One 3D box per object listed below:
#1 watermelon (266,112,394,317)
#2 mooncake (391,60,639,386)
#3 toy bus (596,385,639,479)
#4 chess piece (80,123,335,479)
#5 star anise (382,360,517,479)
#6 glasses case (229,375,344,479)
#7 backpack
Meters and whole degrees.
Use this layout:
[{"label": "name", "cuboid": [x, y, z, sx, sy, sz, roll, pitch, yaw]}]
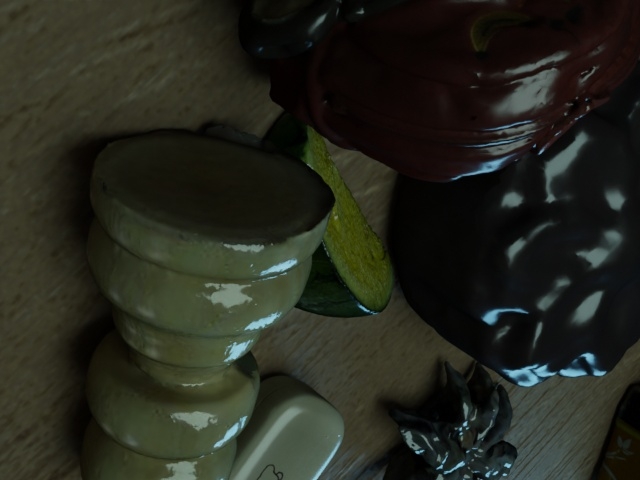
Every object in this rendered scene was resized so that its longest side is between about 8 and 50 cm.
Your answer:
[{"label": "watermelon", "cuboid": [-0.009, 0.005, 0.728, 0.181, 0.075, 0.092, 55, 32, -47]}, {"label": "mooncake", "cuboid": [0.197, -0.019, 0.818, 0.283, 0.141, 0.283, -19, 124, -31]}, {"label": "toy bus", "cuboid": [0.493, 0.255, 1.230, 0.323, 0.162, 0.194, -7, 117, -36]}, {"label": "chess piece", "cuboid": [-0.084, 0.072, 0.641, 0.142, 0.143, 0.261, -10, 125, -37]}, {"label": "star anise", "cuboid": [0.118, 0.198, 0.936, 0.180, 0.061, 0.204, -45, 137, -10]}, {"label": "glasses case", "cuboid": [-0.061, 0.195, 0.782, 0.083, 0.050, 0.196, 35, 90, -37]}, {"label": "backpack", "cuboid": [0.075, -0.125, 0.586, 0.229, 0.229, 0.139, -38, 138, -17]}]
